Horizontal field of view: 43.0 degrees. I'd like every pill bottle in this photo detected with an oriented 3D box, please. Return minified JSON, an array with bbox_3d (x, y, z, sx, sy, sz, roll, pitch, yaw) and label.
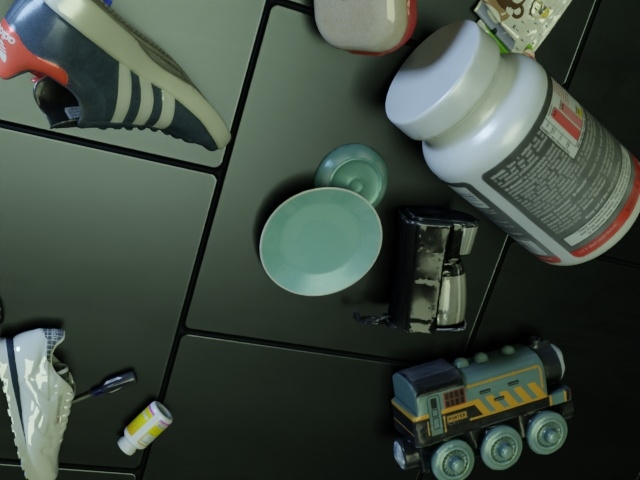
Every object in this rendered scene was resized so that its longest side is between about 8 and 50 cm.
[{"bbox_3d":[-0.268,0.287,1.236,0.083,0.043,0.043,-43,117,1],"label":"pill bottle"},{"bbox_3d":[0.280,-0.136,1.168,0.363,0.210,0.210,35,96,-27],"label":"pill bottle"}]

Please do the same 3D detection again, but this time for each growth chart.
[{"bbox_3d":[0.305,-0.367,1.196,0.172,0.021,0.237,28,98,-24],"label":"growth chart"}]

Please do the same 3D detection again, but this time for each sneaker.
[{"bbox_3d":[-0.247,-0.176,0.975,0.148,0.131,0.350,-45,145,6],"label":"sneaker"},{"bbox_3d":[-0.391,0.239,1.151,0.094,0.090,0.235,-12,110,-22],"label":"sneaker"}]

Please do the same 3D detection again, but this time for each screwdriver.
[{"bbox_3d":[-0.353,0.232,1.206,0.169,0.025,0.024,-20,116,-1],"label":"screwdriver"}]

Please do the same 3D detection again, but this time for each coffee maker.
[{"bbox_3d":[0.150,0.044,1.237,0.171,0.120,0.178,-5,106,-26],"label":"coffee maker"}]

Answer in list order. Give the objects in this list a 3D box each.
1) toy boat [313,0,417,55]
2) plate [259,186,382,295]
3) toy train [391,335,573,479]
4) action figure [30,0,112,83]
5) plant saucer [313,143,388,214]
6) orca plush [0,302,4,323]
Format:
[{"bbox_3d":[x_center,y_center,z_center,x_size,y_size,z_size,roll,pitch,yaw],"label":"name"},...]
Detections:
[{"bbox_3d":[0.080,-0.368,1.072,0.151,0.151,0.231,-25,121,-42],"label":"toy boat"},{"bbox_3d":[0.000,0.000,1.216,0.188,0.024,0.188,-6,121,-11],"label":"plate"},{"bbox_3d":[0.274,0.280,1.371,0.333,0.142,0.190,-13,104,-14],"label":"toy train"},{"bbox_3d":[-0.289,-0.323,0.966,0.139,0.091,0.280,32,97,-41],"label":"action figure"},{"bbox_3d":[0.050,-0.084,1.215,0.119,0.021,0.119,-7,112,-17],"label":"plant saucer"},{"bbox_3d":[-0.511,0.146,1.068,0.151,0.102,0.287,19,103,-24],"label":"orca plush"}]
